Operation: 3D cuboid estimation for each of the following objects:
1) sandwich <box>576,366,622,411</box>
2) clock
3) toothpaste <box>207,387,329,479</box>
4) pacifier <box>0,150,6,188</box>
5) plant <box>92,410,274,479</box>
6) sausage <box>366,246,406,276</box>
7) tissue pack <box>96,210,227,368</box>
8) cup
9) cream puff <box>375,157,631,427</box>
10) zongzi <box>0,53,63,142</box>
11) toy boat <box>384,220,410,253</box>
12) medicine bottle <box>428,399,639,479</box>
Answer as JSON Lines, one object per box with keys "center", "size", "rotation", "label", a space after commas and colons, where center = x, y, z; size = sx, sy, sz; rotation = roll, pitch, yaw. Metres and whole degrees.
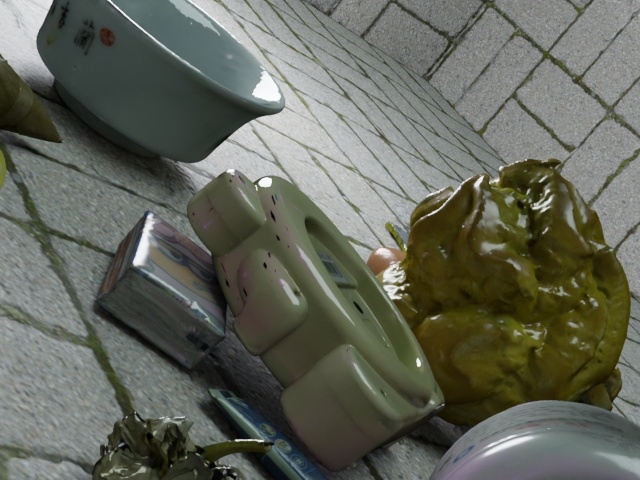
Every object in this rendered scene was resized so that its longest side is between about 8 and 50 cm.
{"center": [0.277, 0.151, 1.694], "size": [0.288, 0.099, 0.254], "rotation": [44, -10, 18], "label": "sandwich"}
{"center": [-0.003, 0.075, 1.262], "size": [0.309, 0.114, 0.284], "rotation": [55, 13, 12], "label": "clock"}
{"center": [-0.030, 0.203, 1.114], "size": [0.197, 0.035, 0.057], "rotation": [43, 7, 22], "label": "toothpaste"}
{"center": [-0.336, -0.070, 1.152], "size": [0.064, 0.068, 0.083], "rotation": [10, -25, 36], "label": "pacifier"}
{"center": [-0.097, 0.170, 0.903], "size": [0.116, 0.122, 0.104], "rotation": [40, 25, -28], "label": "plant"}
{"center": [0.147, 0.115, 1.681], "size": [0.086, 0.086, 0.289], "rotation": [25, 20, -42], "label": "sausage"}
{"center": [-0.150, 0.047, 1.212], "size": [0.115, 0.065, 0.155], "rotation": [39, 14, -14], "label": "tissue pack"}
{"center": [-0.228, -0.221, 1.592], "size": [0.347, 0.163, 0.347], "rotation": [36, 16, -12], "label": "cup"}
{"center": [0.206, 0.049, 1.482], "size": [0.324, 0.257, 0.291], "rotation": [-8, 29, -4], "label": "cream puff"}
{"center": [-0.342, -0.128, 1.253], "size": [0.178, 0.081, 0.189], "rotation": [45, 19, -21], "label": "zongzi"}
{"center": [0.152, 0.011, 2.107], "size": [0.063, 0.016, 0.115], "rotation": [30, 19, -32], "label": "toy boat"}
{"center": [0.209, 0.267, 1.079], "size": [0.256, 0.256, 0.325], "rotation": [41, 7, 4], "label": "medicine bottle"}
